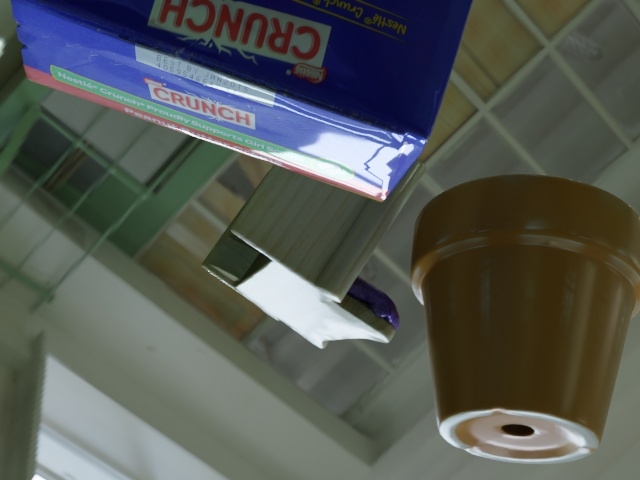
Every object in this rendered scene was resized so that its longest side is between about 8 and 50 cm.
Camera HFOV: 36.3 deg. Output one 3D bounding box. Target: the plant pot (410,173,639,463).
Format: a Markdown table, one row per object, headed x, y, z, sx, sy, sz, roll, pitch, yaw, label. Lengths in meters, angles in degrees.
| x | y | z | sx | sy | sz | roll | pitch | yaw | label |
| --- | --- | --- | --- | --- | --- | --- | --- | --- | --- |
| 0.170 | 0.078 | 0.823 | 0.205 | 0.205 | 0.188 | -22 | -133 | 44 | plant pot |

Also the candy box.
| x | y | z | sx | sy | sz | roll | pitch | yaw | label |
| --- | --- | --- | --- | --- | --- | --- | --- | --- | --- |
| -0.022 | -0.220 | 0.678 | 0.122 | 0.268 | 0.317 | 114 | -5 | -68 | candy box |

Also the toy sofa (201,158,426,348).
| x | y | z | sx | sy | sz | roll | pitch | yaw | label |
| --- | --- | --- | --- | --- | --- | --- | --- | --- | --- |
| 0.000 | 0.000 | 1.015 | 0.150 | 0.177 | 0.362 | -57 | -175 | -12 | toy sofa |
